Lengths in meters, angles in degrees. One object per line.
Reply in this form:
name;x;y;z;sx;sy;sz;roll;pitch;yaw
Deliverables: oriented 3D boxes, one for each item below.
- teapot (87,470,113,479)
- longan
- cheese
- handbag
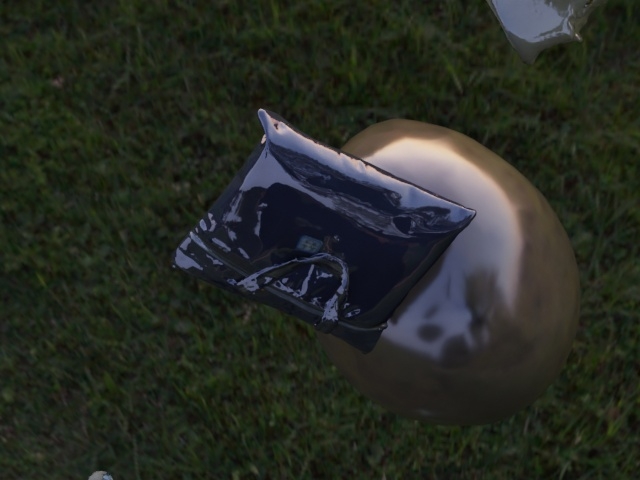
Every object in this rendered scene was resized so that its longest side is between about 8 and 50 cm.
teapot;-0.273;0.418;1.566;0.193;0.294;0.129;0;36;5
longan;0.147;0.047;1.509;0.336;0.404;0.405;-25;63;17
cheese;0.303;-0.335;1.546;0.202;0.091;0.175;-22;95;31
handbag;0.000;0.000;1.238;0.254;0.211;0.089;24;27;-19
